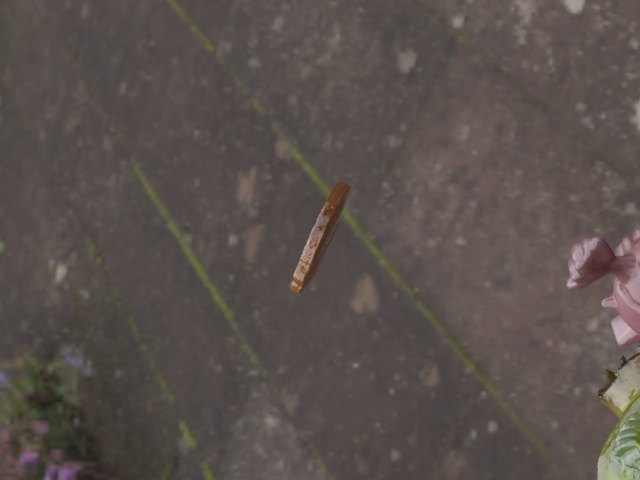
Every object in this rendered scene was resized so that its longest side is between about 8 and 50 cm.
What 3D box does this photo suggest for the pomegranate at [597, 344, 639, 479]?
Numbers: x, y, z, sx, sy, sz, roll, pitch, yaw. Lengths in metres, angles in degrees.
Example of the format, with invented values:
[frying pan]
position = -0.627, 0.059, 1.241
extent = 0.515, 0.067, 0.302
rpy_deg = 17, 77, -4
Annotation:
[pomegranate]
position = 0.388, 0.219, 1.327
extent = 0.260, 0.261, 0.340
rpy_deg = -61, 39, 31

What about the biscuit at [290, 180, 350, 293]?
[biscuit]
position = 0.000, 0.000, 1.389
extent = 0.102, 0.019, 0.130
rpy_deg = -60, -6, -45

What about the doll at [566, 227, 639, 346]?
[doll]
position = 0.337, 0.032, 1.188
extent = 0.211, 0.262, 0.093
rpy_deg = 112, 156, -46
